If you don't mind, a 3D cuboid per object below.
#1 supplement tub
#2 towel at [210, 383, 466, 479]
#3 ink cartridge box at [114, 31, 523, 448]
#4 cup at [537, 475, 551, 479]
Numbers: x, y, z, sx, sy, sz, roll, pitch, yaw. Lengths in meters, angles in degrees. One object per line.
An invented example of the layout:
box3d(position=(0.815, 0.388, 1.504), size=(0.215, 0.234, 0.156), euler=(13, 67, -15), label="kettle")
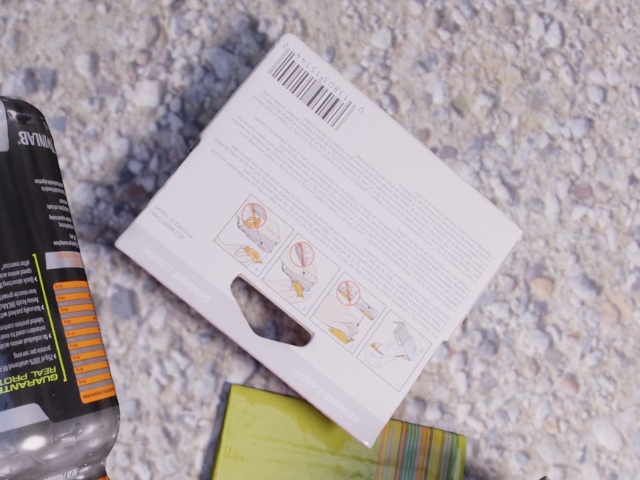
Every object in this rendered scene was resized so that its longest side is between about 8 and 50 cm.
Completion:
box3d(position=(-0.280, 0.072, 0.956), size=(0.207, 0.207, 0.338), euler=(-13, 85, -18), label="supplement tub")
box3d(position=(0.020, 0.206, 1.124), size=(0.237, 0.021, 0.102), euler=(14, 73, -13), label="towel")
box3d(position=(0.000, 0.000, 1.123), size=(0.296, 0.066, 0.261), euler=(40, 73, -7), label="ink cartridge box")
box3d(position=(0.162, 0.396, 1.009), size=(0.237, 0.331, 0.331), euler=(-28, 90, 7), label="cup")
